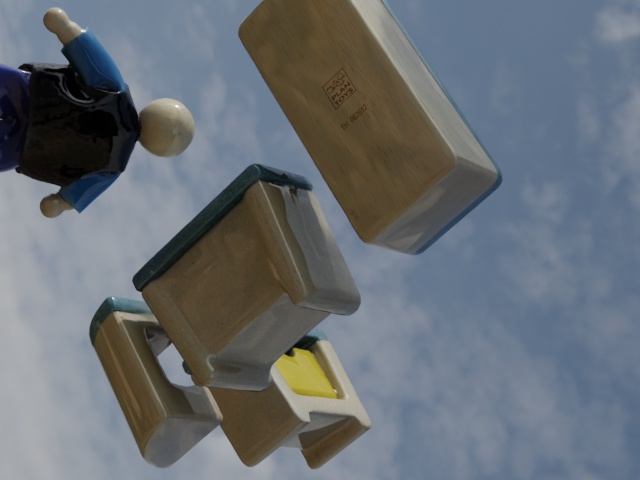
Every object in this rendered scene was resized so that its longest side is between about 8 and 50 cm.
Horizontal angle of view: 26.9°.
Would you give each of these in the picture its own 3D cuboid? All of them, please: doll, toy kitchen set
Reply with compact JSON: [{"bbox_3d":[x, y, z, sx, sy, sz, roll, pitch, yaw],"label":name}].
[{"bbox_3d":[-0.170,-0.078,0.813,0.046,0.189,0.129,-125,-137,-71],"label":"doll"},{"bbox_3d":[0.000,0.000,0.625,0.207,0.166,0.122,-41,-119,22],"label":"toy kitchen set"}]
